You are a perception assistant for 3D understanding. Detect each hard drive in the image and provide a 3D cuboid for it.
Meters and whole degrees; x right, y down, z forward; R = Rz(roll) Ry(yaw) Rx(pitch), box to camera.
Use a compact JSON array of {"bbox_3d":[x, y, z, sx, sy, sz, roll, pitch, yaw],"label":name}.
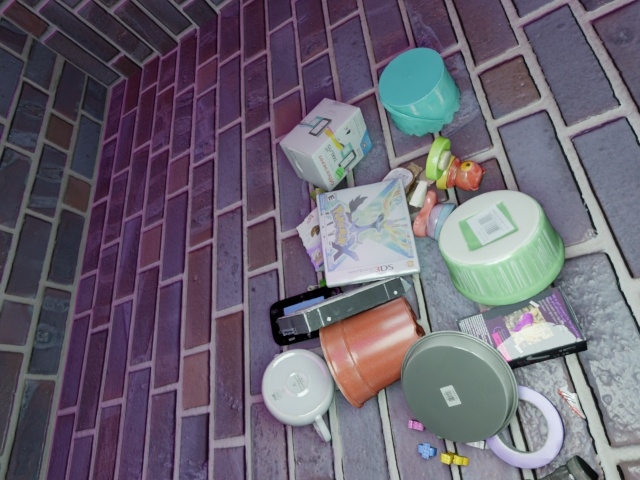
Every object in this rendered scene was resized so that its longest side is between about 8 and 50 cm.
[{"bbox_3d":[0.059,0.199,1.292,0.237,0.338,0.064,-32,77,63],"label":"hard drive"}]

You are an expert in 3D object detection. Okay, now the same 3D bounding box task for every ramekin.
[{"bbox_3d":[0.466,0.007,1.132,0.303,0.148,0.304,-27,34,20],"label":"ramekin"}]

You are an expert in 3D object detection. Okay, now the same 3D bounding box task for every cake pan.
[{"bbox_3d":[0.337,0.377,1.069,0.292,0.054,0.294,5,101,28],"label":"cake pan"}]

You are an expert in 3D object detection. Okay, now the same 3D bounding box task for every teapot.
[{"bbox_3d":[-0.067,0.495,1.388,0.252,0.187,0.256,9,55,8],"label":"teapot"}]

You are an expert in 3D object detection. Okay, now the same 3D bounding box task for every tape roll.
[{"bbox_3d":[0.511,0.469,1.077,0.188,0.080,0.189,-13,65,28],"label":"tape roll"}]

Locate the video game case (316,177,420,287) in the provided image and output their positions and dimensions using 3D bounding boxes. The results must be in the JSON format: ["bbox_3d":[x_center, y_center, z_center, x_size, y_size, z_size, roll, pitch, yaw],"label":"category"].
[{"bbox_3d":[0.148,-0.028,1.394,0.299,0.036,0.330,-10,68,9],"label":"video game case"}]

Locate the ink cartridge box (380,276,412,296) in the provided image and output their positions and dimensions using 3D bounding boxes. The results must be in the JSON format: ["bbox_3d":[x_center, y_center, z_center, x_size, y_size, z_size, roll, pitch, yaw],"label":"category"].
[{"bbox_3d":[0.229,0.122,1.403,0.052,0.088,0.122,-52,52,5],"label":"ink cartridge box"}]

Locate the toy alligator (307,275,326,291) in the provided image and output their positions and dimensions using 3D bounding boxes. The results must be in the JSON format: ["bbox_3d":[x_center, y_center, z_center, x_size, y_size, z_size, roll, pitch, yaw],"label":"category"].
[{"bbox_3d":[0.037,0.144,1.549,0.189,0.056,0.051,-20,18,29],"label":"toy alligator"}]

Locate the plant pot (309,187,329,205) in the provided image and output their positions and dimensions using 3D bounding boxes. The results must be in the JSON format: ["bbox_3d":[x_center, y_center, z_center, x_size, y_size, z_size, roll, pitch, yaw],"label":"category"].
[{"bbox_3d":[0.009,-0.157,1.681,0.083,0.083,0.079,-29,69,20],"label":"plant pot"}]

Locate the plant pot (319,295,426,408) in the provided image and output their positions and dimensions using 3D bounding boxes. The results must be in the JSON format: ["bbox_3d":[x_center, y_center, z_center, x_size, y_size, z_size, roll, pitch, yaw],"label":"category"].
[{"bbox_3d":[0.177,0.312,1.264,0.264,0.272,0.273,-29,57,11],"label":"plant pot"}]

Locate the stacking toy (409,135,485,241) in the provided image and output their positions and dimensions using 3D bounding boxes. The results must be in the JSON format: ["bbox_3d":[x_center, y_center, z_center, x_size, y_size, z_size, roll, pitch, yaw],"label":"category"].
[{"bbox_3d":[0.397,-0.152,1.303,0.130,0.279,0.309,19,80,26],"label":"stacking toy"}]

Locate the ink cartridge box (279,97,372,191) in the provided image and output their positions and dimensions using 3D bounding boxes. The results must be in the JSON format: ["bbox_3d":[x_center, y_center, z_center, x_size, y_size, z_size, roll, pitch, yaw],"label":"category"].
[{"bbox_3d":[0.025,-0.368,1.635,0.197,0.198,0.270,31,72,38],"label":"ink cartridge box"}]

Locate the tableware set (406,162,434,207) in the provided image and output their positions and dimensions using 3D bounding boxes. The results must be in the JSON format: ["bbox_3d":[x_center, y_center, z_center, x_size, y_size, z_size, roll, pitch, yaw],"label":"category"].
[{"bbox_3d":[0.331,-0.205,1.520,0.169,0.020,0.141,-52,52,3],"label":"tableware set"}]

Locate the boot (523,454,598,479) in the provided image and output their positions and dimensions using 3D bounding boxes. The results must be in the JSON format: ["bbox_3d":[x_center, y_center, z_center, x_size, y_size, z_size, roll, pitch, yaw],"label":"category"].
[{"bbox_3d":[0.569,0.644,0.970,0.229,0.091,0.263,-46,63,23],"label":"boot"}]

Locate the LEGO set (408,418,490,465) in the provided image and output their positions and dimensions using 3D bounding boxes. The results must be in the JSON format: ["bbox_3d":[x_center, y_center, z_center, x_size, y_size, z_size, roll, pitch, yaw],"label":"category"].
[{"bbox_3d":[0.331,0.557,1.149,0.227,0.093,0.087,1,71,34],"label":"LEGO set"}]

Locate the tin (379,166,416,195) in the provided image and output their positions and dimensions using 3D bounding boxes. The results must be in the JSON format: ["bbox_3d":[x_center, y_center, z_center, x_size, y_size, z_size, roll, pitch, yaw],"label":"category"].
[{"bbox_3d":[0.255,-0.184,1.486,0.106,0.040,0.190,30,68,34],"label":"tin"}]

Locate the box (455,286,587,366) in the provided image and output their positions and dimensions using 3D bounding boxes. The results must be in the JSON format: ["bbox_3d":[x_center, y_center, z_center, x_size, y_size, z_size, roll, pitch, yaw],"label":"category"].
[{"bbox_3d":[0.522,0.245,1.110,0.270,0.165,0.144,-24,59,23],"label":"box"}]

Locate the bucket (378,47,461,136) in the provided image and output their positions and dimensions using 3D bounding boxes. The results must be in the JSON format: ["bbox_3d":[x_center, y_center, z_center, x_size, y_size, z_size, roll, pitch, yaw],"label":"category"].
[{"bbox_3d":[0.353,-0.539,1.543,0.280,0.183,0.282,-13,64,28],"label":"bucket"}]

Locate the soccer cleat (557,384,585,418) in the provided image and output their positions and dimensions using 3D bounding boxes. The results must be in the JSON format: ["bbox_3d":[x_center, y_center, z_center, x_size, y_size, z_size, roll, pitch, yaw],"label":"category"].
[{"bbox_3d":[0.632,0.401,1.059,0.035,0.029,0.083,-44,48,15],"label":"soccer cleat"}]

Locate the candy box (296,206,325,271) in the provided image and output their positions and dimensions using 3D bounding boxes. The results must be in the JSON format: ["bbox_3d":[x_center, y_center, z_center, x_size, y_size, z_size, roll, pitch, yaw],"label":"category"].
[{"bbox_3d":[0.016,-0.015,1.525,0.165,0.070,0.197,-44,58,32],"label":"candy box"}]

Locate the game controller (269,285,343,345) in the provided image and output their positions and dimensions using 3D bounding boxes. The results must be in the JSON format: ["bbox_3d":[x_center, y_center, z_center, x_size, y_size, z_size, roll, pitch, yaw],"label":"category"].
[{"bbox_3d":[-0.047,0.273,1.534,0.318,0.067,0.167,-21,61,25],"label":"game controller"}]
